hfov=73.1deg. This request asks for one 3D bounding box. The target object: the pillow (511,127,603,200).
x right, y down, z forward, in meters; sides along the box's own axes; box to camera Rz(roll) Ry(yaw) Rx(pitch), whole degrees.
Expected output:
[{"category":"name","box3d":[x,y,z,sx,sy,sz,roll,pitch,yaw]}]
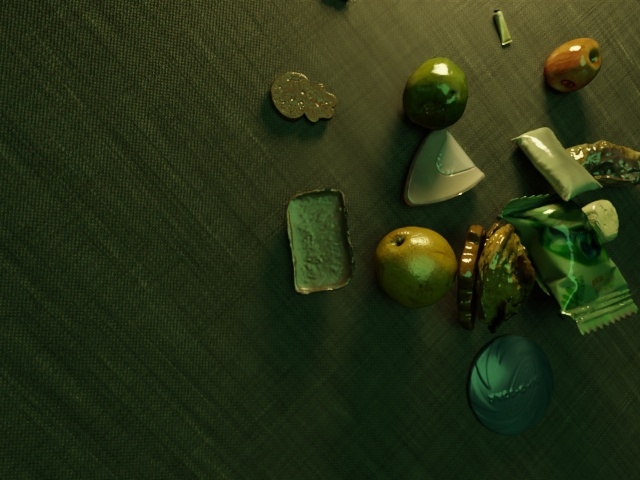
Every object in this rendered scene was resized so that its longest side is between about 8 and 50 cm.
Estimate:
[{"category":"pillow","box3d":[0.672,-0.222,1.227,0.145,0.078,0.253,-12,58,-22]}]

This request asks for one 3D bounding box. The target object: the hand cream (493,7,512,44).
[{"category":"hand cream","box3d":[0.536,-0.632,1.277,0.035,0.022,0.102,-26,100,-14]}]

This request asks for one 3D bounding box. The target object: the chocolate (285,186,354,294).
[{"category":"chocolate","box3d":[0.000,0.001,1.091,0.161,0.083,0.261,-4,89,3]}]

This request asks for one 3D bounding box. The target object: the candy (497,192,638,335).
[{"category":"candy","box3d":[0.693,0.051,1.193,0.263,0.172,0.397,-18,68,-16]}]

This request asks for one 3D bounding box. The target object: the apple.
[{"category":"apple","box3d":[0.745,-0.516,1.269,0.147,0.131,0.146,1,88,-20]}]

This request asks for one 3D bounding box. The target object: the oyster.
[{"category":"oyster","box3d":[0.879,-0.224,1.305,0.342,0.110,0.166,16,79,0]}]

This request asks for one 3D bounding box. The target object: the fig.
[{"category":"fig","box3d":[0.313,-0.407,1.140,0.167,0.167,0.233,24,80,-13]}]

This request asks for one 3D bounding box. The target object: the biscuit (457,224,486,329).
[{"category":"biscuit","box3d":[0.391,0.108,1.138,0.043,0.278,0.301,7,109,25]}]

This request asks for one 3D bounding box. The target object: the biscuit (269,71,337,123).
[{"category":"biscuit","box3d":[-0.046,-0.362,1.117,0.175,0.026,0.124,16,86,-13]}]

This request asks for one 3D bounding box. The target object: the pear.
[{"category":"pear","box3d":[0.231,0.061,1.087,0.209,0.209,0.208,0,88,-14]}]

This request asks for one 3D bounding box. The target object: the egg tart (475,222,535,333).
[{"category":"egg tart","box3d":[0.484,0.101,1.125,0.132,0.297,0.296,12,84,26]}]

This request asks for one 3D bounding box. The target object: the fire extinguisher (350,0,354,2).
[{"category":"fire extinguisher","box3d":[0.056,-0.662,1.152,0.084,0.025,0.037,20,61,-13]}]

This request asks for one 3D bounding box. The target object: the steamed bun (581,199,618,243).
[{"category":"steamed bun","box3d":[0.829,-0.054,1.298,0.113,0.091,0.129,-23,94,-22]}]

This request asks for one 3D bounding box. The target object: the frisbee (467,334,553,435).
[{"category":"frisbee","box3d":[0.558,0.418,1.238,0.290,0.049,0.289,0,89,-15]}]

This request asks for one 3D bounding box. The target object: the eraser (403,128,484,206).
[{"category":"eraser","box3d":[0.312,-0.181,1.186,0.243,0.059,0.204,-42,99,-15]}]
